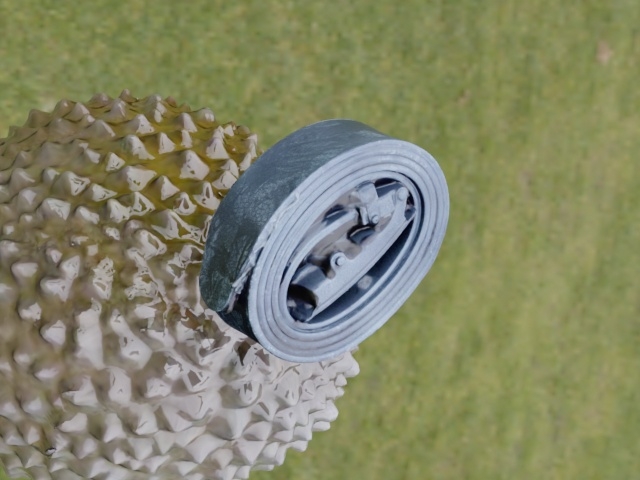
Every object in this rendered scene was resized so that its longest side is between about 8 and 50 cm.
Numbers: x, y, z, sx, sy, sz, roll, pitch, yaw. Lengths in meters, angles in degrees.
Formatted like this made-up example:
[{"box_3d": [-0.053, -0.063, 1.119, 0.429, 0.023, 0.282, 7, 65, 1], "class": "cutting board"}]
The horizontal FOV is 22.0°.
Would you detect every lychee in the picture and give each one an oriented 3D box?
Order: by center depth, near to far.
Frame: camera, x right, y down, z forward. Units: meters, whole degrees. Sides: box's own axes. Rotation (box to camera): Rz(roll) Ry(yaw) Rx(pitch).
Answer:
[{"box_3d": [-0.151, 0.054, 1.431, 0.380, 0.432, 0.380, 0, 91, -30], "class": "lychee"}]

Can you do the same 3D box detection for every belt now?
[{"box_3d": [0.000, 0.000, 1.188, 0.190, 0.082, 0.141, -45, 124, -13], "class": "belt"}]
